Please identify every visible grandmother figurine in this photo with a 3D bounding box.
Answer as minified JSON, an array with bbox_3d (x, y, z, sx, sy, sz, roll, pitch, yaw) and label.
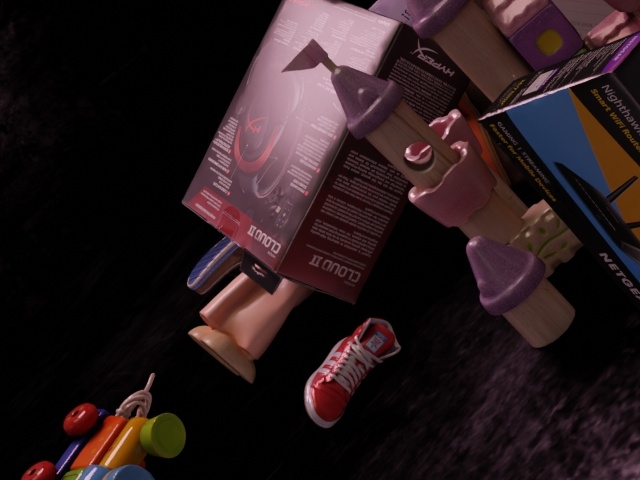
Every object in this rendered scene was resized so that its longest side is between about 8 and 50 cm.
[{"bbox_3d":[0.000,0.000,1.412,0.342,0.104,0.208,-50,23,-10],"label":"grandmother figurine"}]

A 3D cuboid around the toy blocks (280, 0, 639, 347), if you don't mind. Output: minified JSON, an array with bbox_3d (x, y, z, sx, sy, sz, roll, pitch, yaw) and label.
[{"bbox_3d":[0.160,-0.123,0.950,0.288,0.260,0.309,-40,14,17],"label":"toy blocks"}]

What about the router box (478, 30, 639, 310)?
[{"bbox_3d":[0.194,-0.032,0.749,0.046,0.179,0.133,-48,14,-22],"label":"router box"}]

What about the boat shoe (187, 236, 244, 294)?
[{"bbox_3d":[-0.100,0.017,1.710,0.183,0.066,0.066,-45,14,-25],"label":"boat shoe"}]

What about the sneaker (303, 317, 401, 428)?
[{"bbox_3d":[0.029,0.110,1.108,0.067,0.042,0.118,-39,12,35],"label":"sneaker"}]

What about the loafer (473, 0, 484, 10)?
[{"bbox_3d":[0.107,-0.175,1.536,0.366,0.130,0.134,-43,12,5],"label":"loafer"}]

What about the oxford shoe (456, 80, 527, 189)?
[{"bbox_3d":[0.190,-0.125,1.273,0.098,0.097,0.271,-24,25,12],"label":"oxford shoe"}]

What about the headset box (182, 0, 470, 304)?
[{"bbox_3d":[-0.006,-0.089,1.280,0.218,0.110,0.293,33,97,53],"label":"headset box"}]

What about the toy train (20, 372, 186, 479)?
[{"bbox_3d":[-0.200,0.213,1.378,0.143,0.105,0.248,-19,27,40],"label":"toy train"}]

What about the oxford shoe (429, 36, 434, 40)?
[{"bbox_3d":[0.139,-0.235,1.424,0.096,0.227,0.083,-45,-7,11],"label":"oxford shoe"}]

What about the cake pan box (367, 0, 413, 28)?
[{"bbox_3d":[0.102,-0.247,1.684,0.246,0.070,0.267,-44,-13,-16],"label":"cake pan box"}]

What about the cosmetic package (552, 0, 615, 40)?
[{"bbox_3d":[0.249,-0.349,1.135,0.217,0.156,0.385,-66,-16,-55],"label":"cosmetic package"}]
